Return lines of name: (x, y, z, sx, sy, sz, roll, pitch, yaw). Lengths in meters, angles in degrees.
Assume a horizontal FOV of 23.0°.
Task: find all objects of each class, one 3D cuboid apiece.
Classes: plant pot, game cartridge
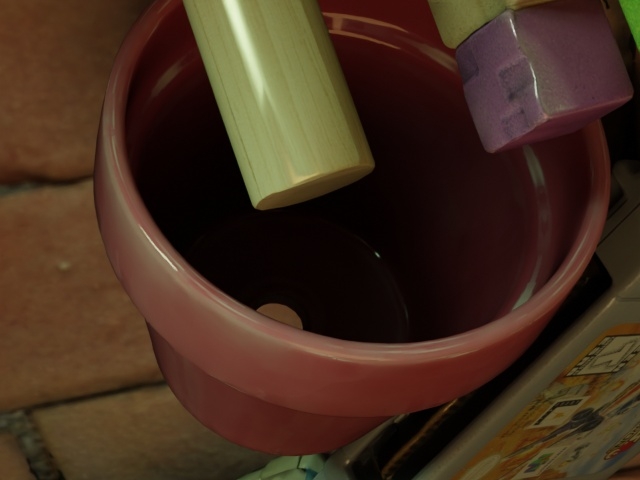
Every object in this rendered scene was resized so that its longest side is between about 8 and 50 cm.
plant pot: (0.000, 0.000, 0.678, 0.201, 0.201, 0.180, 2, 151, -12)
game cartridge: (0.135, 0.065, 0.802, 0.198, 0.062, 0.297, 5, 136, -43)

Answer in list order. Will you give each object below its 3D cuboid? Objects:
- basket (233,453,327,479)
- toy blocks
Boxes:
basket: (-0.012, 0.281, 0.921, 0.255, 0.201, 0.289, -24, 103, 16)
toy blocks: (0.104, -0.191, 0.494, 0.309, 0.260, 0.288, -15, 171, -33)
